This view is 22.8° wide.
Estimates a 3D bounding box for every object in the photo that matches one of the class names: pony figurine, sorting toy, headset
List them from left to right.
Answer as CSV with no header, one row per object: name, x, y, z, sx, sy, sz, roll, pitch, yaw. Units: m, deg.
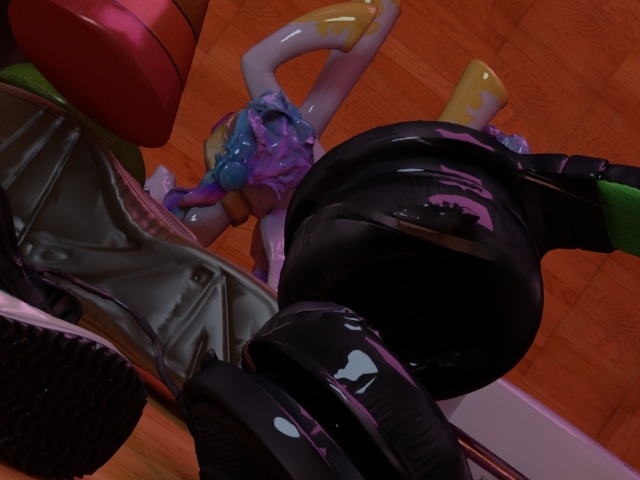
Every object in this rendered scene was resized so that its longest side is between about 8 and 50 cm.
sorting toy,-0.134,-0.112,1.063,0.127,0.126,0.365,40,-20,-3
pony figurine,0.000,0.000,1.271,0.351,0.363,0.303,51,-9,-2
headset,0.012,0.034,0.713,0.394,0.243,0.185,3,-46,28

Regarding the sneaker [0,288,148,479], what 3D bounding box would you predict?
sneaker,-0.128,0.032,0.568,0.075,0.057,0.161,42,7,39

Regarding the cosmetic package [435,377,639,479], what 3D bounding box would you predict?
cosmetic package,0.186,0.222,1.399,0.224,0.138,0.224,34,-1,1

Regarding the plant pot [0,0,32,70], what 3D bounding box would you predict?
plant pot,-0.325,-0.219,1.196,0.280,0.323,0.323,18,-1,2

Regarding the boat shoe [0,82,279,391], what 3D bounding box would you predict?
boat shoe,-0.133,0.012,0.994,0.302,0.109,0.098,35,-13,15

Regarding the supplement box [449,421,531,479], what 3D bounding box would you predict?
supplement box,0.114,0.200,1.193,0.104,0.081,0.188,35,-1,1
